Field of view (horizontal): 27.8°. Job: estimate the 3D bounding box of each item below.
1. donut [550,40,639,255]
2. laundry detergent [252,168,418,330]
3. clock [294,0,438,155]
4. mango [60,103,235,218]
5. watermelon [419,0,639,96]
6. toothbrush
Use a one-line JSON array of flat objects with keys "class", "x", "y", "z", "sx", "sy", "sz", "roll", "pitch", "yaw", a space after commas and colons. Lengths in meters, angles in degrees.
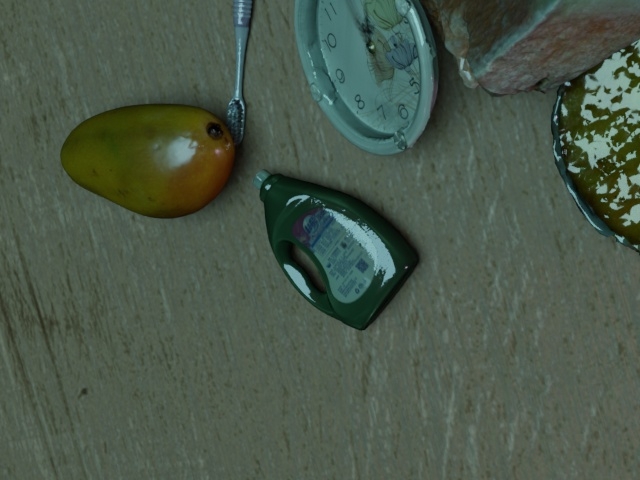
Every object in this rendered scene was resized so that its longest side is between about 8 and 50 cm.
[{"class": "donut", "x": 0.373, "y": -0.109, "z": 1.302, "sx": 0.272, "sy": 0.107, "sz": 0.272, "roll": 6, "pitch": 107, "yaw": 21}, {"class": "laundry detergent", "x": 0.000, "y": 0.000, "z": 1.489, "sx": 0.211, "sy": 0.063, "sz": 0.137, "roll": 39, "pitch": 117, "yaw": 12}, {"class": "clock", "x": 0.056, "y": -0.208, "z": 1.396, "sx": 0.236, "sy": 0.053, "sz": 0.236, "roll": 37, "pitch": 138, "yaw": 43}, {"class": "mango", "x": -0.208, "y": -0.092, "z": 1.527, "sx": 0.253, "sy": 0.113, "sz": 0.138, "roll": 0, "pitch": 122, "yaw": 34}, {"class": "watermelon", "x": 0.213, "y": -0.269, "z": 1.246, "sx": 0.302, "sy": 0.151, "sz": 0.264, "roll": -38, "pitch": 45, "yaw": 23}, {"class": "toothbrush", "x": -0.090, "y": -0.284, "z": 1.492, "sx": 0.024, "sy": 0.029, "sz": 0.354, "roll": 6, "pitch": 101, "yaw": 5}]
